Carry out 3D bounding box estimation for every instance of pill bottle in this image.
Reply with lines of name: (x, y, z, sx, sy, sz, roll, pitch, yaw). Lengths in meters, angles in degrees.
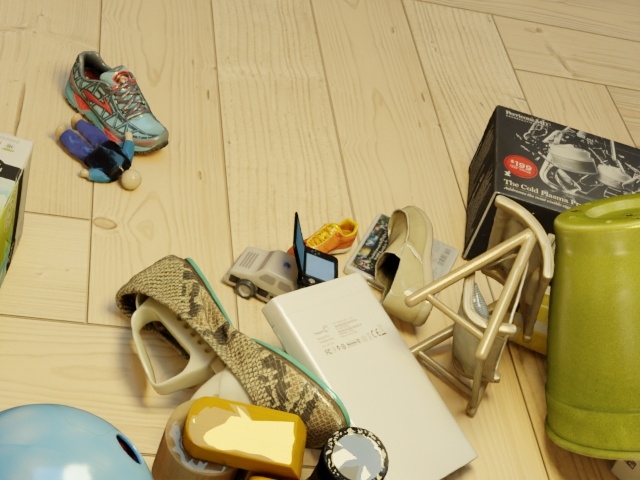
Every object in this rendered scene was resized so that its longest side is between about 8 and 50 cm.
pill bottle: (0.411, 0.154, 2.100, 0.184, 0.103, 0.103, 22, 39, 2)

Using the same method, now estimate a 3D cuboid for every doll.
doll: (-0.398, -0.161, 2.162, 0.189, 0.046, 0.129, 40, 64, 20)

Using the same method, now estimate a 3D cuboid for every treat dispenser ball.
treat dispenser ball: (-0.339, 0.342, 1.423, 0.288, 0.288, 0.288, 12, 40, -10)

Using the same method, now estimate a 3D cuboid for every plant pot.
plant pot: (0.513, 0.114, 1.873, 0.367, 0.352, 0.366, -11, 11, 2)

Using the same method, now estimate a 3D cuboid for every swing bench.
swing bench: (0.270, 0.108, 1.913, 0.165, 0.253, 0.254, 38, 70, 20)

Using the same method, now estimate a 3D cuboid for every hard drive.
hard drive: (0.079, 0.222, 1.810, 0.233, 0.047, 0.353, -14, 66, -52)

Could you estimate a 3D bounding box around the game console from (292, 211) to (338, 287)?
game console: (-0.008, 0.023, 1.987, 0.107, 0.071, 0.122, 21, 29, -10)

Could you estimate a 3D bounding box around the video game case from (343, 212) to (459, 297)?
video game case: (0.154, 0.039, 2.190, 0.173, 0.022, 0.190, 26, 41, 7)

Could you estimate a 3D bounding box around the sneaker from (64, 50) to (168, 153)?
sneaker: (-0.389, -0.266, 2.231, 0.262, 0.125, 0.104, 37, 43, 20)

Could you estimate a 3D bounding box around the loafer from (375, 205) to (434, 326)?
loafer: (0.146, 0.033, 2.096, 0.092, 0.102, 0.268, 14, 41, -16)

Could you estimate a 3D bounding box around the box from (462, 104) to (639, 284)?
box: (0.475, -0.074, 2.330, 0.343, 0.179, 0.312, 17, 38, -5)

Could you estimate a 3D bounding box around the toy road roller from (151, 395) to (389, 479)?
toy road roller: (-0.072, 0.372, 1.579, 0.330, 0.202, 0.240, 16, 51, -6)

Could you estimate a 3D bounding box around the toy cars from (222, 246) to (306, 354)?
toy cars: (-0.016, 0.131, 1.960, 0.177, 0.087, 0.393, -9, 47, -31)

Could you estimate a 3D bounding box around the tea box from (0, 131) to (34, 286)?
tea box: (-0.640, -0.023, 1.771, 0.329, 0.220, 0.323, 14, 40, -8)

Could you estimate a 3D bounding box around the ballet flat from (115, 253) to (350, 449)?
ballet flat: (-0.162, 0.193, 1.769, 0.182, 0.164, 0.483, -28, 45, -24)

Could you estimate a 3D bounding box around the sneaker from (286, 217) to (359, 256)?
sneaker: (0.000, 0.000, 2.127, 0.064, 0.067, 0.175, 34, 38, 25)

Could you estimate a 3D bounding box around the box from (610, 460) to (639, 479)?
box: (0.612, 0.372, 1.920, 0.182, 0.119, 0.181, -20, 54, -37)
